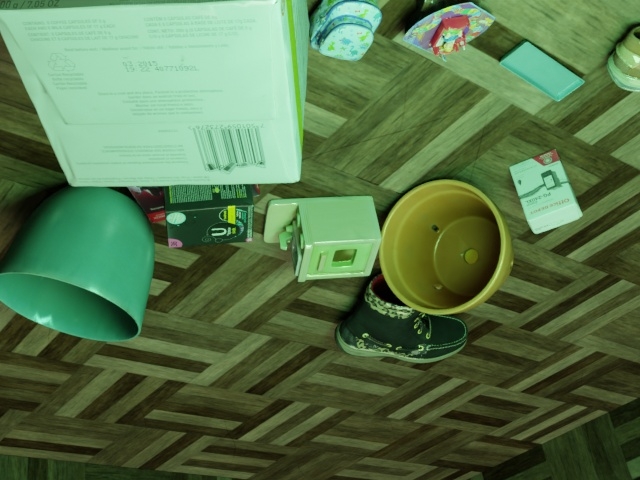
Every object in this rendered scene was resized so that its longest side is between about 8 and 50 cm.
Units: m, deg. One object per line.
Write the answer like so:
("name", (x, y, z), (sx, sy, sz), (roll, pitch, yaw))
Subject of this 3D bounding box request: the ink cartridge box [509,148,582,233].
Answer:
("ink cartridge box", (0.484, -0.105, 1.890), (0.109, 0.150, 0.063), (-22, 146, 17))

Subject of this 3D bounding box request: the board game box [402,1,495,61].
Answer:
("board game box", (0.227, -0.349, 1.504), (0.133, 0.033, 0.169), (-24, 165, 31))

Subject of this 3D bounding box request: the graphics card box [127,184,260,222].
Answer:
("graphics card box", (-0.270, -0.185, 1.615), (0.233, 0.094, 0.371), (-13, 146, 5))

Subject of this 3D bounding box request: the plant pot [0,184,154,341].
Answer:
("plant pot", (-0.458, 0.032, 1.722), (0.293, 0.235, 0.293), (11, 152, 6))

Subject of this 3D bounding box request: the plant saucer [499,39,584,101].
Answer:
("plant saucer", (0.421, -0.323, 1.665), (0.192, 0.018, 0.067), (21, 136, -38))

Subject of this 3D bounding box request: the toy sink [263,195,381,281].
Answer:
("toy sink", (0.000, 0.000, 1.935), (0.234, 0.131, 0.152), (-2, 146, -12))

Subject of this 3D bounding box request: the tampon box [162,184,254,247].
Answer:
("tampon box", (-0.210, -0.064, 1.637), (0.161, 0.101, 0.120), (-5, 147, -9))

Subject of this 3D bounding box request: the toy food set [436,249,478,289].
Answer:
("toy food set", (0.357, 0.042, 2.164), (0.128, 0.071, 0.218), (36, 126, -6))

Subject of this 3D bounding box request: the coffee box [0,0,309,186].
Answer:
("coffee box", (-0.196, -0.305, 1.194), (0.338, 0.334, 0.338), (0, 147, 4))

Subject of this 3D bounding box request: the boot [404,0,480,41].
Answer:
("boot", (0.211, -0.379, 1.509), (0.114, 0.037, 0.106), (-1, 149, -22))

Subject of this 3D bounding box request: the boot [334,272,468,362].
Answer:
("boot", (0.248, 0.198, 2.312), (0.378, 0.138, 0.284), (5, 145, -13))

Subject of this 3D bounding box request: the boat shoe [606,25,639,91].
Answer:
("boat shoe", (0.698, -0.347, 1.615), (0.325, 0.123, 0.116), (-7, 145, -8))

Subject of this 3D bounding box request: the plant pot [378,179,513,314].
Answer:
("plant pot", (0.304, 0.024, 1.952), (0.291, 0.290, 0.203), (-28, 160, 25))

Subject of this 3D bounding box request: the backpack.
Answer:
("backpack", (0.045, -0.357, 1.447), (0.105, 0.084, 0.114), (6, 141, -28))
